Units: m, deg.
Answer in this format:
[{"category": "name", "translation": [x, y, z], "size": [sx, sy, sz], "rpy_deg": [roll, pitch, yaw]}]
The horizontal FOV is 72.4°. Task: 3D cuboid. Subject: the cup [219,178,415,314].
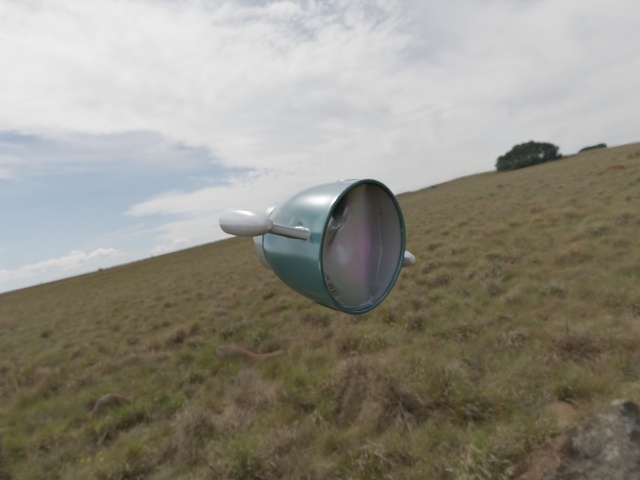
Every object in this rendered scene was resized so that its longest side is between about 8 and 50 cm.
[{"category": "cup", "translation": [0.000, 0.000, 0.593], "size": [0.299, 0.168, 0.173], "rpy_deg": [14, -4, -42]}]
